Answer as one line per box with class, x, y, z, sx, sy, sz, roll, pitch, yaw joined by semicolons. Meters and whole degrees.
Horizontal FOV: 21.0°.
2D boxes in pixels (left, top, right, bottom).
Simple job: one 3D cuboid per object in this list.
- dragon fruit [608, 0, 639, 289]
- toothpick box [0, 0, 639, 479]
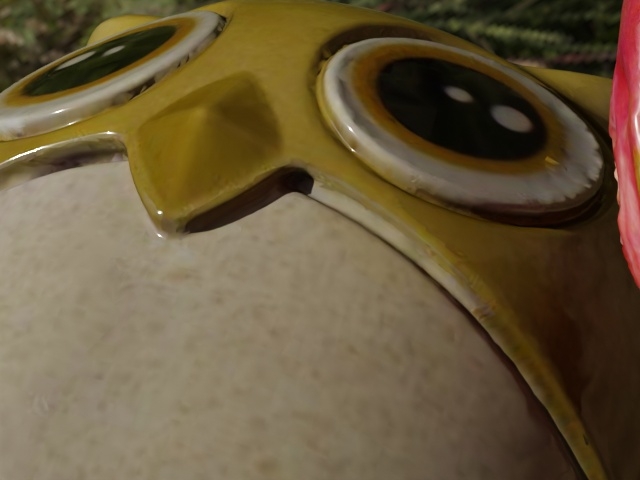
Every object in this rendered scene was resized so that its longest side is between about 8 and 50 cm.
dragon fruit;0.188;-0.065;0.542;0.189;0.262;0.163;54;177;-17
toothpick box;-0.024;0.103;0.763;0.409;0.409;0.425;58;-137;-47
